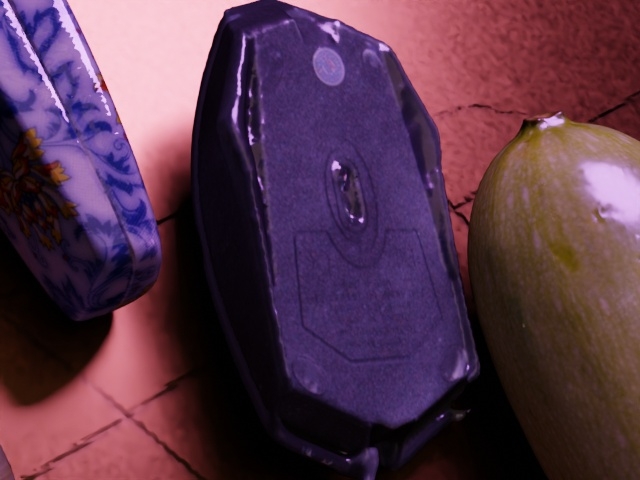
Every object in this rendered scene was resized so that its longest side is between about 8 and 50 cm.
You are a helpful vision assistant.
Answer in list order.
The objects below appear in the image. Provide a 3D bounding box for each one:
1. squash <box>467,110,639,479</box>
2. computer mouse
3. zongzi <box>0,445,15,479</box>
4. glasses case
[{"bbox_3d":[0.148,0.056,0.799,0.132,0.132,0.247,-18,73,-32],"label":"squash"},{"bbox_3d":[-0.003,0.001,0.792,0.126,0.071,0.231,-3,76,-42],"label":"computer mouse"},{"bbox_3d":[-0.206,0.107,0.575,0.197,0.194,0.099,-22,96,-29],"label":"zongzi"},{"bbox_3d":[-0.140,-0.082,0.756,0.065,0.087,0.248,-21,75,-28],"label":"glasses case"}]
